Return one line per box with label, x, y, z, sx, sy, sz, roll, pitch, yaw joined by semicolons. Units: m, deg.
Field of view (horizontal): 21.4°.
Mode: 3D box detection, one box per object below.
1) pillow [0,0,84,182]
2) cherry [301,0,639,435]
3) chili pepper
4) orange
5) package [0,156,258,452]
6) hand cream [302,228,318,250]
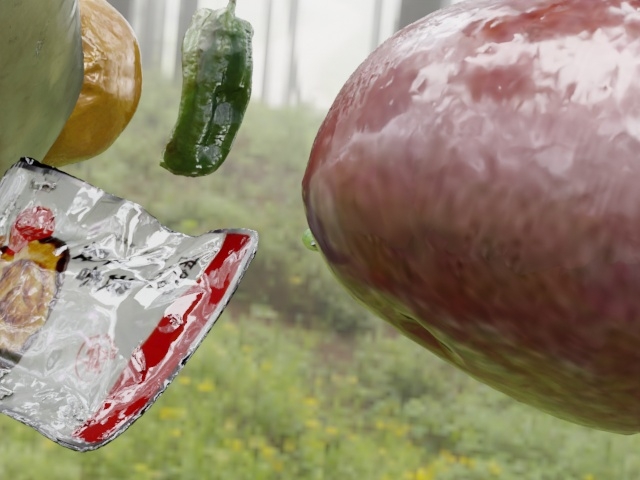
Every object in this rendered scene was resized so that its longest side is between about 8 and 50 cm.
pillow;-0.224;-0.125;1.148;0.075;0.185;0.302;28;-24;11
cherry;0.137;-0.020;0.788;0.285;0.213;0.236;14;-26;1
chili pepper;-0.097;-0.155;1.520;0.073;0.204;0.072;15;5;24
orange;-0.220;-0.135;1.388;0.159;0.159;0.136;2;5;-22
package;-0.148;0.032;0.954;0.239;0.154;0.030;17;-27;43
hand cream;0.000;0.000;1.691;0.036;0.023;0.122;-2;1;-8
